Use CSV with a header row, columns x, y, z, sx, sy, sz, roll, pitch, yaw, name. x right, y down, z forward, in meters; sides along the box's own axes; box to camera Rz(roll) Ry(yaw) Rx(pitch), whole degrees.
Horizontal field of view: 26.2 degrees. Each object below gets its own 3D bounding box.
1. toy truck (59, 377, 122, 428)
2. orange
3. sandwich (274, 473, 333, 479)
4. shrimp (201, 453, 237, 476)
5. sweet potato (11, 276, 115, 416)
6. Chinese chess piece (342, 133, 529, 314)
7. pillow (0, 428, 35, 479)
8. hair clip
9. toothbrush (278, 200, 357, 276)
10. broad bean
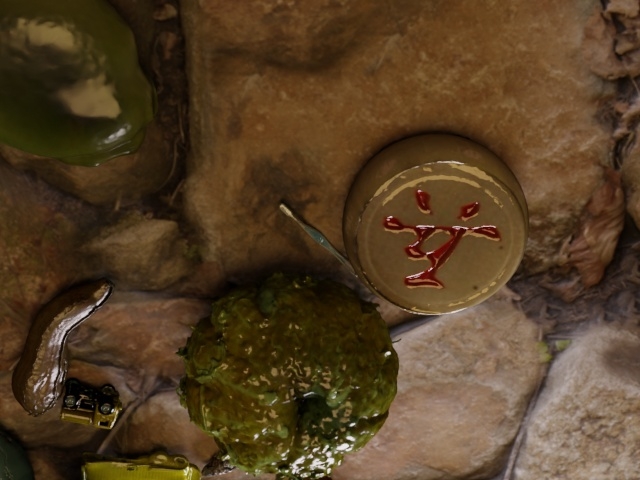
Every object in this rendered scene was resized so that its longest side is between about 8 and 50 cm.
x,y,z,sx,sy,sz,roll,pitch,yaw,name
-0.323,0.233,1.936,0.083,0.049,0.054,12,116,-11,toy truck
-0.038,0.181,1.849,0.300,0.223,0.301,-37,115,6,orange
-0.010,0.375,2.023,0.058,0.193,0.162,-29,80,12,sandwich
-0.131,0.323,2.017,0.092,0.029,0.038,-11,109,-7,shrimp
-0.363,0.138,1.879,0.081,0.062,0.233,18,111,-32,sweet potato
0.153,-0.021,1.834,0.250,0.103,0.249,-2,117,-3,Chinese chess piece
-0.522,0.358,1.942,0.233,0.086,0.214,-20,103,-8,pillow
-0.261,0.340,1.998,0.173,0.046,0.072,1,120,-5,hair clip
0.000,0.000,1.872,0.014,0.017,0.162,-41,114,14,toothbrush
-0.332,-0.209,1.673,0.291,0.119,0.238,27,120,-16,broad bean
